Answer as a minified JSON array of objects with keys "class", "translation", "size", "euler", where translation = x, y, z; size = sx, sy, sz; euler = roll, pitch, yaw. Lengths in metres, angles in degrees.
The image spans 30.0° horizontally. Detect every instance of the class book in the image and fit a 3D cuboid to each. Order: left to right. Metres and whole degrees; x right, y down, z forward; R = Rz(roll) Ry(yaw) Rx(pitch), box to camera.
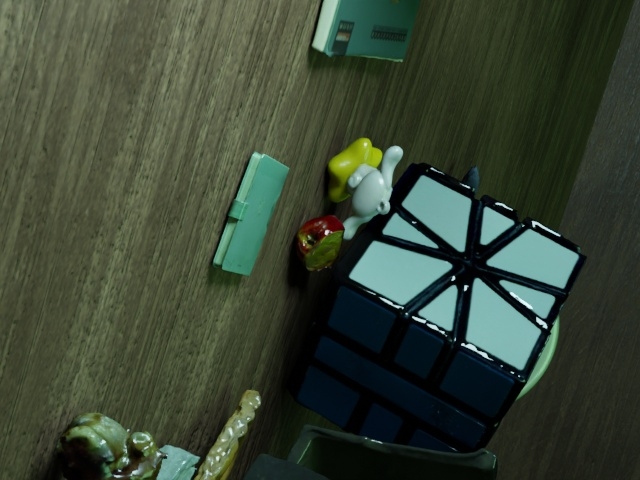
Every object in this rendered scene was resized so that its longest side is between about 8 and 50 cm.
[{"class":"book","translation":[-0.078,-0.029,1.339],"size":[0.135,0.017,0.103],"euler":[-70,163,0]},{"class":"book","translation":[0.095,-0.402,1.426],"size":[0.264,0.031,0.379],"euler":[-16,123,-64]}]

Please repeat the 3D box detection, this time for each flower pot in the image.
[{"class":"flower pot","translation":[0.029,0.388,1.492],"size":[0.379,0.251,0.379],"euler":[-51,155,-36]}]

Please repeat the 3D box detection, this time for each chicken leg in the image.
[{"class":"chicken leg","translation":[-0.187,0.359,1.132],"size":[0.140,0.212,0.361],"euler":[-132,-122,-68]}]

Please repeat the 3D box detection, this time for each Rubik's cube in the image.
[{"class":"Rubik's cube","translation":[0.157,0.115,1.640],"size":[0.293,0.288,0.283],"euler":[-49,164,-46]}]

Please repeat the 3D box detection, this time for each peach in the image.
[{"class":"peach","translation":[0.000,0.000,1.526],"size":[0.077,0.050,0.083],"euler":[-49,153,13]}]

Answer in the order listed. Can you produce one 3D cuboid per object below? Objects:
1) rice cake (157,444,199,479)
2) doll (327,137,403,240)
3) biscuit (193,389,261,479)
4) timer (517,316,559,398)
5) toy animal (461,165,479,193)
[{"class":"rice cake","translation":[-0.209,0.324,1.279],"size":[0.245,0.045,0.042],"euler":[-58,154,-31]},{"class":"doll","translation":[0.058,-0.077,1.519],"size":[0.072,0.113,0.135],"euler":[12,142,-38]},{"class":"biscuit","translation":[-0.132,0.287,1.415],"size":[0.224,0.033,0.144],"euler":[-57,172,-53]},{"class":"timer","translation":[0.225,0.121,2.019],"size":[0.315,0.291,0.290],"euler":[-121,-131,-85]},{"class":"toy animal","translation":[0.219,-0.043,2.066],"size":[0.220,0.062,0.108],"euler":[-48,152,-36]}]
